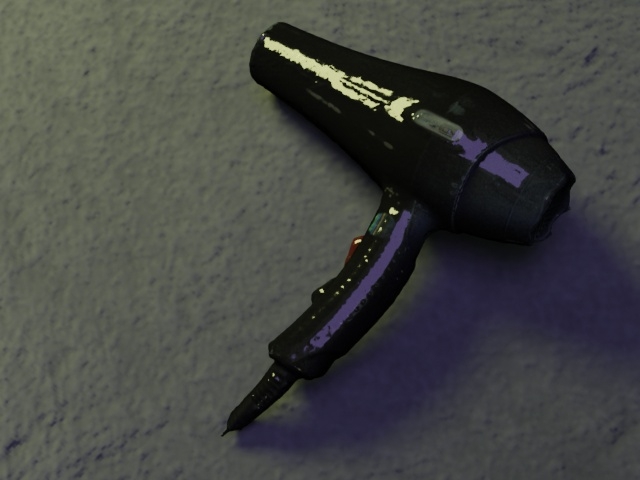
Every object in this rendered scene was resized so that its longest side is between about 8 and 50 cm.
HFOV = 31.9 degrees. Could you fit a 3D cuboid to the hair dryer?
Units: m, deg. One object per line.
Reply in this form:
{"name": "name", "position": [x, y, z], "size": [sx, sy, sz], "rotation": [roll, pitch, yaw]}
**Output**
{"name": "hair dryer", "position": [0.000, 0.000, 0.705], "size": [0.235, 0.091, 0.271], "rotation": [31, 82, 23]}
